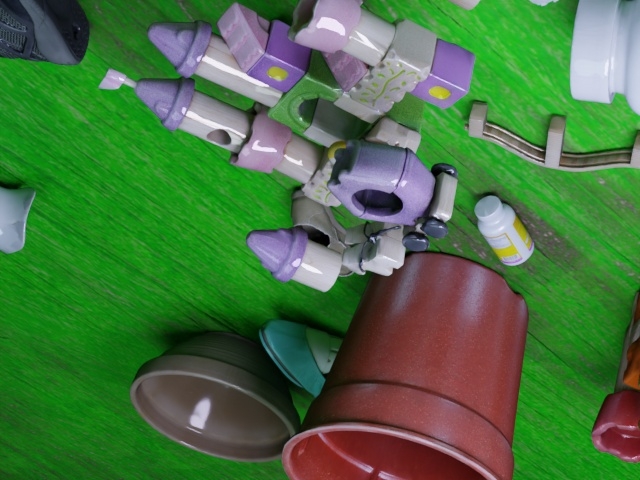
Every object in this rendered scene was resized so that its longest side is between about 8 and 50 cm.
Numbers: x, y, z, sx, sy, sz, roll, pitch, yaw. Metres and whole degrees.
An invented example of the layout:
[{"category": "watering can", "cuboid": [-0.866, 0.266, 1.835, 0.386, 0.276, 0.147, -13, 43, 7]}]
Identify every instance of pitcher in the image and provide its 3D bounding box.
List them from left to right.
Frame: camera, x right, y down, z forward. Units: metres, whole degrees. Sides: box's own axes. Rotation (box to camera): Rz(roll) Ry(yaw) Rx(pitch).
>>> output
[{"category": "pitcher", "cuboid": [-0.472, -0.038, 1.956, 0.207, 0.125, 0.178, 13, 164, -12]}]

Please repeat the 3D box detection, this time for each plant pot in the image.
[{"category": "plant pot", "cuboid": [-0.133, 0.200, 2.133, 0.237, 0.109, 0.237, 13, 148, 8]}, {"category": "plant pot", "cuboid": [0.122, 0.175, 1.825, 0.272, 0.265, 0.272, 13, 148, 9]}]

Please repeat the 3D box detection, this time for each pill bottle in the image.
[{"category": "pill bottle", "cuboid": [0.200, -0.012, 1.713, 0.043, 0.043, 0.083, -5, 140, 33]}, {"category": "pill bottle", "cuboid": [0.335, -0.161, 1.353, 0.221, 0.121, 0.121, 8, 146, 16]}]

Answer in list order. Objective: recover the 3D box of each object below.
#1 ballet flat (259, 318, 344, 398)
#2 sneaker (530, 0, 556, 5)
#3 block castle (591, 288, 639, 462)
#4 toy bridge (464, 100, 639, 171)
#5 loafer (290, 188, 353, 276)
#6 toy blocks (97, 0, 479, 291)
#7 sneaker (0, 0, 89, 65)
[{"category": "ballet flat", "cuboid": [0.011, 0.169, 2.061, 0.087, 0.083, 0.247, -24, 133, 15]}, {"category": "sneaker", "cuboid": [0.226, -0.283, 1.277, 0.095, 0.090, 0.235, 38, 141, -7]}, {"category": "block castle", "cuboid": [0.498, 0.140, 1.635, 0.303, 0.213, 0.453, 21, 148, -4]}, {"category": "toy bridge", "cuboid": [0.238, -0.099, 1.582, 0.188, 0.026, 0.063, 11, 148, 12]}, {"category": "loafer", "cuboid": [0.000, 0.000, 1.824, 0.056, 0.050, 0.148, -4, 141, 31]}, {"category": "toy blocks", "cuboid": [-0.038, -0.135, 1.401, 0.260, 0.309, 0.288, 24, 147, -20]}, {"category": "sneaker", "cuboid": [-0.331, -0.260, 1.570, 0.130, 0.087, 0.227, 0, 149, 16]}]
